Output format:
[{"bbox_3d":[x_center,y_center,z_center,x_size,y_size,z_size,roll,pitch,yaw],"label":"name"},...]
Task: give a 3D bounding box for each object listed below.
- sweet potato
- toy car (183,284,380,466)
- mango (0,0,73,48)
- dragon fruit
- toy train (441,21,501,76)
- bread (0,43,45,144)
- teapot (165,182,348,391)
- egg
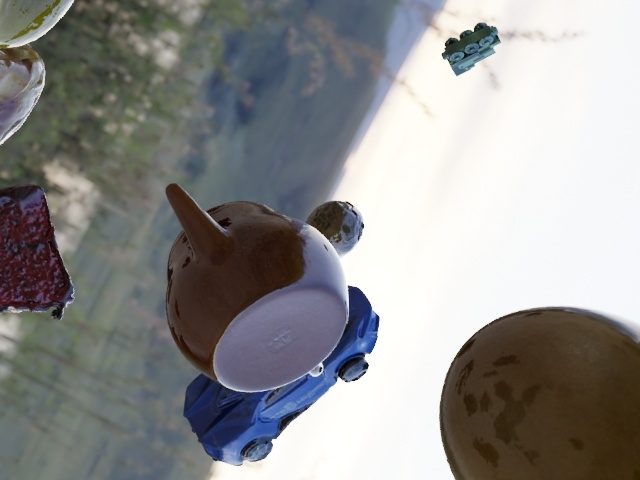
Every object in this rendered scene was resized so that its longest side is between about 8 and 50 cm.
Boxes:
[{"bbox_3d":[0.000,0.000,2.083,0.075,0.075,0.273,-64,-173,-14],"label":"sweet potato"},{"bbox_3d":[-0.039,0.121,1.499,0.216,0.103,0.063,-41,145,9],"label":"toy car"},{"bbox_3d":[-0.247,-0.274,1.291,0.137,0.091,0.237,-17,117,-53],"label":"mango"},{"bbox_3d":[-0.319,0.025,1.624,0.096,0.102,0.147,-36,-121,53],"label":"dragon fruit"},{"bbox_3d":[0.204,-0.258,2.130,0.083,0.053,0.033,-26,-126,11],"label":"toy train"},{"bbox_3d":[-0.521,-0.148,2.150,0.344,0.195,0.149,-52,150,15],"label":"bread"},{"bbox_3d":[-0.043,0.027,0.960,0.116,0.116,0.173,-64,144,-20],"label":"teapot"},{"bbox_3d":[0.286,0.220,1.668,0.282,0.351,0.282,-42,155,-25],"label":"egg"}]
